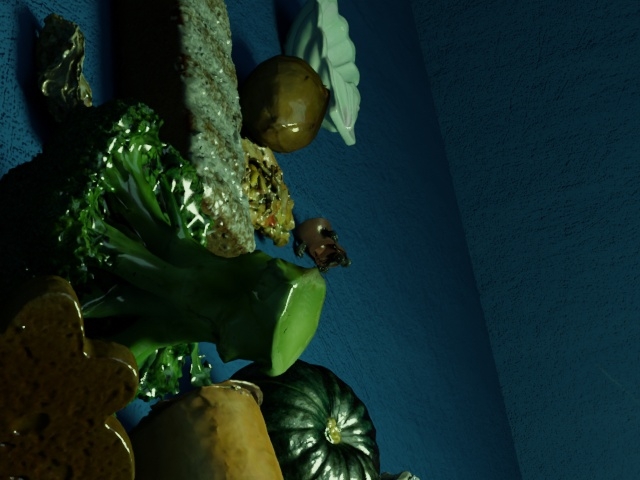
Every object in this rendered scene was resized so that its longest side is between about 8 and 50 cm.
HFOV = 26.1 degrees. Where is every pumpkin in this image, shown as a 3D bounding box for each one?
[{"bbox_3d":[-0.034,0.234,1.496,0.220,0.162,0.220,29,44,-33],"label":"pumpkin"}]

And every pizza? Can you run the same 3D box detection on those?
[{"bbox_3d":[-0.086,-0.075,1.866,0.226,0.069,0.147,31,46,-68],"label":"pizza"}]

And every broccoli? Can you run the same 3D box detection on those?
[{"bbox_3d":[-0.150,0.047,1.129,0.297,0.297,0.298,-45,145,-44],"label":"broccoli"}]

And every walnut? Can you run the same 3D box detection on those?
[{"bbox_3d":[-0.052,-0.202,2.010,0.245,0.137,0.137,-73,143,-65],"label":"walnut"}]

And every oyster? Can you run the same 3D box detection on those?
[{"bbox_3d":[-0.250,-0.149,1.387,0.105,0.056,0.177,47,29,-82],"label":"oyster"}]

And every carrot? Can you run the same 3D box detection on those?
[{"bbox_3d":[-0.104,0.275,1.259,0.196,0.196,0.254,44,23,-61],"label":"carrot"}]

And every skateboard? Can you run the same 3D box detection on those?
[{"bbox_3d":[0.000,0.000,2.124,0.151,0.067,0.080,51,16,-66],"label":"skateboard"}]

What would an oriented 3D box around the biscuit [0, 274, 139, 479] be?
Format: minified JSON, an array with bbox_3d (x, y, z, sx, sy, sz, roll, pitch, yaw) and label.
[{"bbox_3d":[-0.216,0.138,1.013,0.039,0.180,0.236,-134,-149,-56],"label":"biscuit"}]

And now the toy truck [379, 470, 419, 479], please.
[{"bbox_3d":[0.043,0.341,1.665,0.213,0.177,0.161,-19,91,-74],"label":"toy truck"}]

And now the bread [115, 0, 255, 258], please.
[{"bbox_3d":[-0.161,-0.169,1.618,0.165,0.113,0.417,54,23,-55],"label":"bread"}]

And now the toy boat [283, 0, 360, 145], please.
[{"bbox_3d":[0.003,-0.296,2.357,0.199,0.100,0.290,52,25,-51],"label":"toy boat"}]
